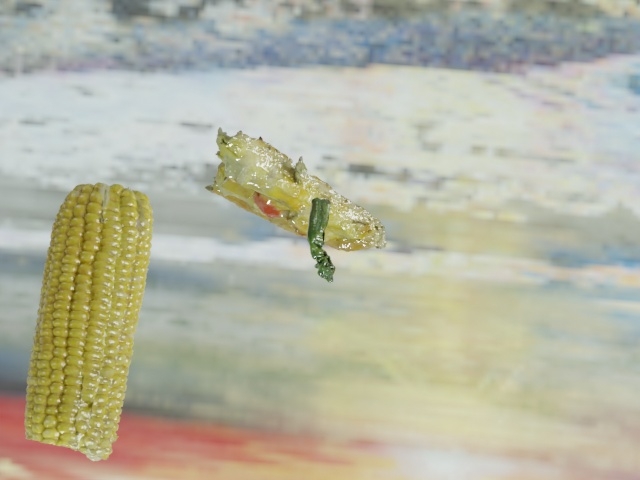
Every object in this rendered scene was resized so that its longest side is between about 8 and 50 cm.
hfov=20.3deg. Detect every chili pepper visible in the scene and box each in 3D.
[{"bbox_3d":[0.000,0.000,1.674,0.022,0.083,0.027,-13,162,27],"label":"chili pepper"}]

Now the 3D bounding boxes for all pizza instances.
[{"bbox_3d":[-0.078,-0.075,2.380,0.280,0.075,0.288,20,169,32],"label":"pizza"}]

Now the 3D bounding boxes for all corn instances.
[{"bbox_3d":[-0.205,0.069,1.578,0.093,0.244,0.093,7,165,2],"label":"corn"}]
